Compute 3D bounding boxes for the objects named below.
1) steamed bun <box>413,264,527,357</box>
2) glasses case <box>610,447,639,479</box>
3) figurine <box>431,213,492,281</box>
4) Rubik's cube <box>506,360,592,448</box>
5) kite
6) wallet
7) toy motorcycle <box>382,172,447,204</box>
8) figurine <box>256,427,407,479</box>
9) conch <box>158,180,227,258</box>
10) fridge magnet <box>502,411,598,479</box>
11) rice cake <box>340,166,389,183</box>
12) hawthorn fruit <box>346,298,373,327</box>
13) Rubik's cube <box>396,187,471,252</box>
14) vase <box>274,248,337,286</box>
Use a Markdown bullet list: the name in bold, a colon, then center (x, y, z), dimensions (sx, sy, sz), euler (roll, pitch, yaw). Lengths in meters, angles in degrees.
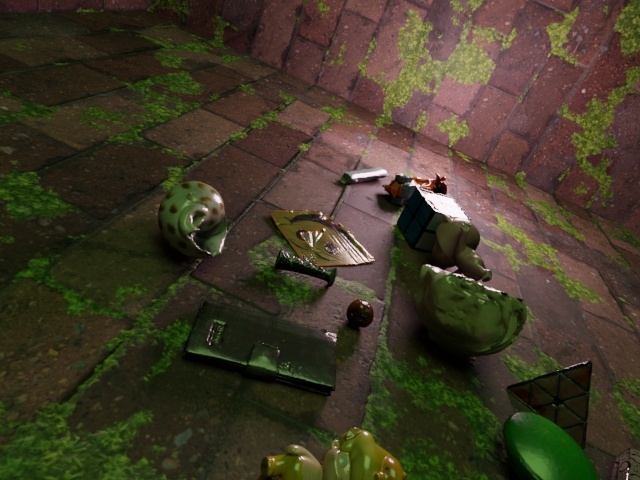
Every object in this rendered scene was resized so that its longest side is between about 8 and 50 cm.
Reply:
- **steamed bun**: center (0.380, 0.203, 1.210), dimensions (0.267, 0.207, 0.280), euler (21, 3, -6)
- **glasses case**: center (0.671, 0.566, 0.932), dimensions (0.137, 0.085, 0.354), euler (39, 32, 22)
- **figurine**: center (0.451, 0.051, 1.479), dimensions (0.176, 0.186, 0.288), euler (35, 30, -49)
- **Rubik's cube**: center (0.597, 0.388, 1.195), dimensions (0.190, 0.212, 0.178), euler (10, 0, 24)
- **kite**: center (0.001, -0.002, 1.427), dimensions (0.377, 0.013, 0.327), euler (27, 31, 1)
- **wallet**: center (-0.116, 0.220, 0.964), dimensions (0.316, 0.044, 0.169), euler (18, 32, -9)
- **toy motorcycle**: center (0.420, -0.221, 1.963), dimensions (0.221, 0.148, 0.325), euler (19, 20, 38)
- **figurine**: center (0.022, 0.383, 0.730), dimensions (0.246, 0.131, 0.157), euler (14, 66, -20)
- **conch**: center (-0.324, -0.060, 1.154), dimensions (0.148, 0.183, 0.275), euler (-7, 25, 14)
- **fridge magnet**: center (0.481, 0.462, 0.960), dimensions (0.207, 0.088, 0.208), euler (19, 30, -11)
- **rice cake**: center (0.199, -0.276, 1.965), dimensions (0.081, 0.051, 0.290), euler (32, 31, 31)
- **hawthorn fruit**: center (0.102, 0.183, 1.151), dimensions (0.077, 0.077, 0.077), euler (18, 31, -11)
- **Rubik's cube**: center (0.416, -0.069, 1.675), dimensions (0.180, 0.167, 0.183), euler (11, 33, -23)
- **vase**: center (-0.039, 0.076, 1.233), dimensions (0.166, 0.059, 0.059), euler (19, 30, -9)
